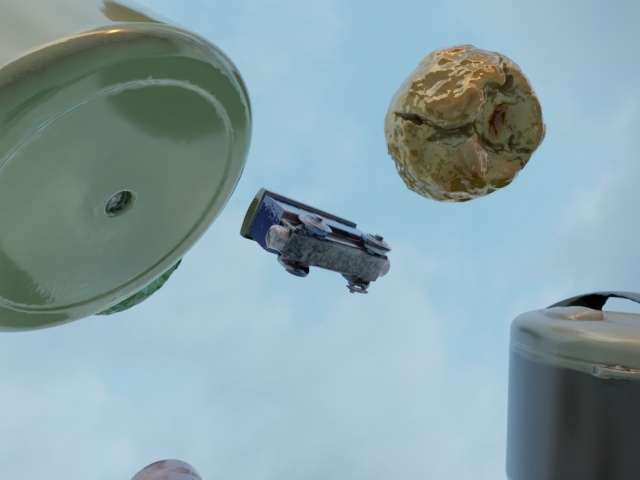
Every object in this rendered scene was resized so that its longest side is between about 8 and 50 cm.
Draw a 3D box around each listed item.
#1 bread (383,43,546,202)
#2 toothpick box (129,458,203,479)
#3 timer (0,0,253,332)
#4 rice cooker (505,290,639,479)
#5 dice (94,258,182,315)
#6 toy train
[{"bbox_3d":[0.217,-0.163,0.774,0.245,0.134,0.244,-7,-71,-20],"label":"bread"},{"bbox_3d":[-0.147,0.305,0.544,0.099,0.149,0.098,-4,-82,-28],"label":"toothpick box"},{"bbox_3d":[-0.264,-0.128,0.468,0.315,0.291,0.290,44,-79,18],"label":"timer"},{"bbox_3d":[0.435,0.235,0.763,0.336,0.335,0.324,2,-92,-10],"label":"rice cooker"},{"bbox_3d":[-0.499,-0.023,1.187,0.287,0.300,0.297,2,-53,21],"label":"dice"},{"bbox_3d":[0.000,0.000,1.071,0.300,0.202,0.131,19,-77,-38],"label":"toy train"}]
